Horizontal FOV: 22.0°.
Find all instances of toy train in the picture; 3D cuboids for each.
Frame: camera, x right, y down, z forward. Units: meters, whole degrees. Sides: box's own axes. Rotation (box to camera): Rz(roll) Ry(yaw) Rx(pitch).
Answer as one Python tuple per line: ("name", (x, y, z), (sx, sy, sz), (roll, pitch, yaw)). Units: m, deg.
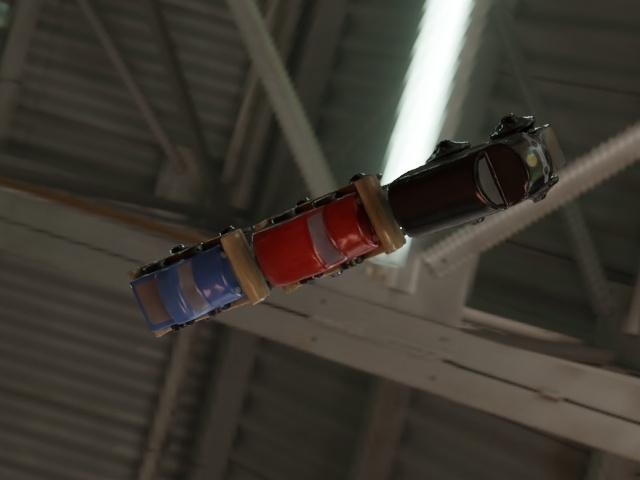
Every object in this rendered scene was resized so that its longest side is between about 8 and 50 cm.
("toy train", (0.000, 0.000, 0.490), (0.158, 0.036, 0.027), (-21, -82, 35))
